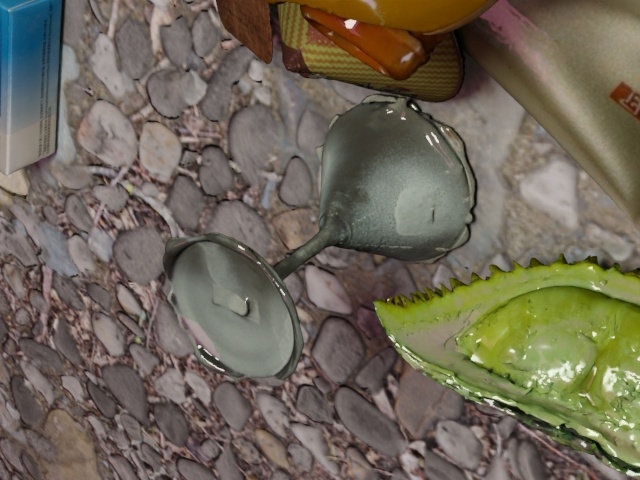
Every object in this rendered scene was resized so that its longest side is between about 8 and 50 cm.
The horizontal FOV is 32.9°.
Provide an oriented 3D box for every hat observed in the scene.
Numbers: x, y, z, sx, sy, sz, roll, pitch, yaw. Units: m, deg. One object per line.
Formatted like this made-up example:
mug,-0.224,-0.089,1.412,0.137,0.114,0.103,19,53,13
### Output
hat,0.005,-0.148,0.761,0.193,0.082,0.193,44,169,11

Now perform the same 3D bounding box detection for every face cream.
face cream,0.138,-0.156,0.717,0.341,0.084,0.137,42,116,6

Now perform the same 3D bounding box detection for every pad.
pad,-0.122,-0.289,0.863,0.323,0.055,0.250,26,130,47

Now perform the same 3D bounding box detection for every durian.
durian,0.210,0.121,0.752,0.352,0.169,0.158,24,127,24

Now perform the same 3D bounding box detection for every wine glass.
wine glass,0.000,0.000,0.809,0.156,0.232,0.156,20,127,29

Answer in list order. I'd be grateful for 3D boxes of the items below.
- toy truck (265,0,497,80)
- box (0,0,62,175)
toy truck,-0.006,-0.239,0.583,0.288,0.211,0.204,36,95,24
box,-0.334,-0.184,1.085,0.139,0.073,0.194,31,131,21
